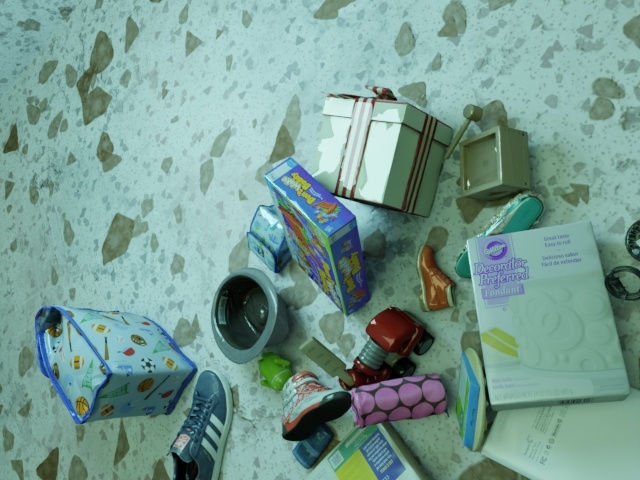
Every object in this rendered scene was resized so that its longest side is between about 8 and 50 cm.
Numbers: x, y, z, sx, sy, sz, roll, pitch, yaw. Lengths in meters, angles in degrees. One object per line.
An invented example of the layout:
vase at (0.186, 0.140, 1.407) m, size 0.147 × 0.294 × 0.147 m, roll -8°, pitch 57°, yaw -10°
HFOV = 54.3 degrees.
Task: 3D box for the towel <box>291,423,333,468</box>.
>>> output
towel at (-0.020, 0.510, 1.565) m, size 0.067 × 0.029 × 0.119 m, roll 41°, pitch 106°, yaw 32°

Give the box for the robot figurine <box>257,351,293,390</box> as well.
robot figurine at (-0.116, 0.345, 1.638) m, size 0.115 × 0.067 × 0.101 m, roll 47°, pitch 119°, yaw 31°

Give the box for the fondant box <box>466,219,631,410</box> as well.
fondant box at (0.422, 0.145, 1.194) m, size 0.238 × 0.096 × 0.330 m, roll -10°, pitch 65°, yaw 15°

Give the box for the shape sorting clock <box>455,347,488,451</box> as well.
shape sorting clock at (0.310, 0.324, 1.276) m, size 0.040 × 0.206 × 0.206 m, roll 3°, pitch 82°, yaw 4°

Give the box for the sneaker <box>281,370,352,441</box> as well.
sneaker at (-0.019, 0.370, 1.502) m, size 0.270 × 0.090 × 0.145 m, roll -49°, pitch 34°, yaw 43°

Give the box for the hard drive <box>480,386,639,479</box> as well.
hard drive at (0.509, 0.370, 1.153) m, size 0.353 × 0.047 × 0.233 m, roll 20°, pitch 77°, yaw 33°

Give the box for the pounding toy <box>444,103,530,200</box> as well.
pounding toy at (0.365, -0.196, 1.375) m, size 0.181 × 0.094 × 0.206 m, roll -18°, pitch 68°, yaw 60°

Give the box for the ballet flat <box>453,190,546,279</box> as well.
ballet flat at (0.385, -0.010, 1.343) m, size 0.091 × 0.077 × 0.241 m, roll 44°, pitch 107°, yaw -4°

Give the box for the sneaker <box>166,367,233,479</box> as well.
sneaker at (-0.342, 0.530, 1.717) m, size 0.131 × 0.148 × 0.350 m, roll -1°, pitch 81°, yaw 35°

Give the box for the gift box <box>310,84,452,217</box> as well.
gift box at (0.121, -0.214, 1.457) m, size 0.276 × 0.255 × 0.258 m, roll 17°, pitch 94°, yaw 33°

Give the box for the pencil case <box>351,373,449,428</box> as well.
pencil case at (0.169, 0.353, 1.356) m, size 0.095 × 0.209 × 0.098 m, roll -108°, pitch 17°, yaw -52°

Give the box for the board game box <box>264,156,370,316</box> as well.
board game box at (0.000, 0.000, 1.457) m, size 0.078 × 0.347 × 0.233 m, roll -36°, pitch 56°, yaw -15°

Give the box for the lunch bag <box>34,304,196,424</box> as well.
lunch bag at (-0.624, 0.340, 1.845) m, size 0.385 × 0.328 × 0.239 m, roll 41°, pitch 104°, yaw 32°

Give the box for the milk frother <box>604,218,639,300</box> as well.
milk frother at (0.595, 0.040, 1.145) m, size 0.143 × 0.135 × 0.129 m, roll -28°, pitch 67°, yaw 30°

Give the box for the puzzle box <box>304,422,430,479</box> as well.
puzzle box at (0.064, 0.621, 1.400) m, size 0.409 × 0.052 × 0.272 m, roll -49°, pitch 43°, yaw 9°

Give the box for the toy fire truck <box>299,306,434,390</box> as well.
toy fire truck at (0.099, 0.245, 1.392) m, size 0.158 × 0.246 × 0.217 m, roll 39°, pitch 105°, yaw 33°

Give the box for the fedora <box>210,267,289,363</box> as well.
fedora at (-0.172, 0.203, 1.667) m, size 0.275 × 0.124 × 0.243 m, roll 33°, pitch 99°, yaw 43°

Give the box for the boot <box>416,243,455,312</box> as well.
boot at (0.266, 0.081, 1.424) m, size 0.085 × 0.059 × 0.157 m, roll -10°, pitch 84°, yaw 31°

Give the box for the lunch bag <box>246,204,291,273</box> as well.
lunch bag at (-0.132, -0.005, 1.702) m, size 0.129 × 0.096 × 0.151 m, roll 41°, pitch 120°, yaw 31°
